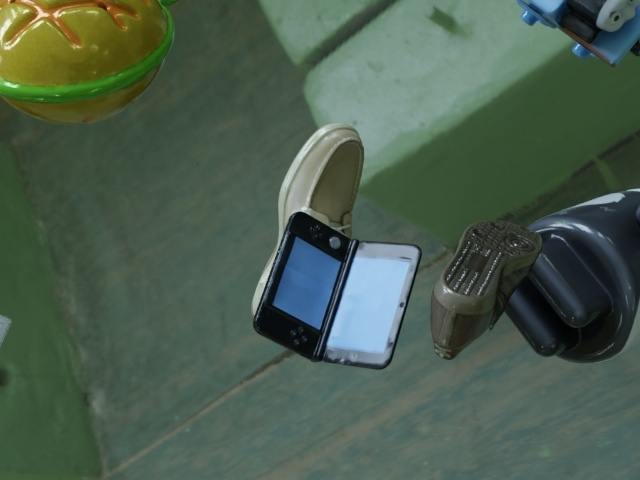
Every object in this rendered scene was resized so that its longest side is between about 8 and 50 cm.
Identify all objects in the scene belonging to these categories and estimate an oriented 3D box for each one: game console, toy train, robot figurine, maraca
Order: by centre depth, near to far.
[{"bbox_3d":[-0.159,-0.145,0.645,0.127,0.099,0.185,6,40,5],"label":"maraca"},{"bbox_3d":[0.162,-0.196,0.674,0.184,0.105,0.080,45,107,24],"label":"toy train"},{"bbox_3d":[0.018,0.048,0.971,0.085,0.124,0.144,-21,44,55],"label":"game console"},{"bbox_3d":[0.324,0.035,1.071,0.209,0.278,0.173,0,104,52],"label":"robot figurine"}]

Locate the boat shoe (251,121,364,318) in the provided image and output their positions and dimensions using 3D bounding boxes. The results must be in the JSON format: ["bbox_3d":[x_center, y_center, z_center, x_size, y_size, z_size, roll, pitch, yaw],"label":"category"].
[{"bbox_3d":[0.000,0.000,1.214,0.098,0.109,0.302,38,115,43],"label":"boat shoe"}]

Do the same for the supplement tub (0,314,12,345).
[{"bbox_3d":[-0.495,0.111,1.015,0.191,0.272,0.191,-59,15,27],"label":"supplement tub"}]

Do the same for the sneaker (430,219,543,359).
[{"bbox_3d":[0.139,0.039,0.833,0.066,0.188,0.071,26,120,21],"label":"sneaker"}]
